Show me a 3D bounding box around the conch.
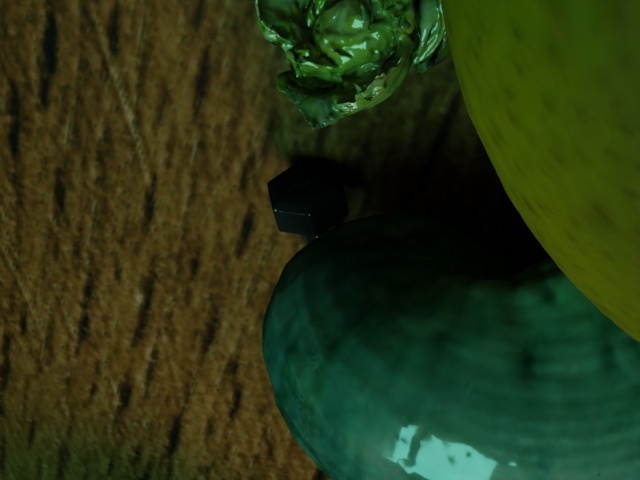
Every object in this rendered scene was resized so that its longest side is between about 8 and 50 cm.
[{"bbox_3d":[0.066,0.065,0.660,0.196,0.134,0.202,27,172,-11],"label":"conch"}]

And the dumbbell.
[{"bbox_3d":[0.000,0.000,0.730,0.036,0.040,0.083,-14,134,2],"label":"dumbbell"}]

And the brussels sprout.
[{"bbox_3d":[0.020,-0.092,0.598,0.085,0.058,0.085,8,105,30],"label":"brussels sprout"}]

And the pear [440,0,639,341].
[{"bbox_3d":[0.187,-0.040,0.436,0.386,0.191,0.340,44,142,-19],"label":"pear"}]
